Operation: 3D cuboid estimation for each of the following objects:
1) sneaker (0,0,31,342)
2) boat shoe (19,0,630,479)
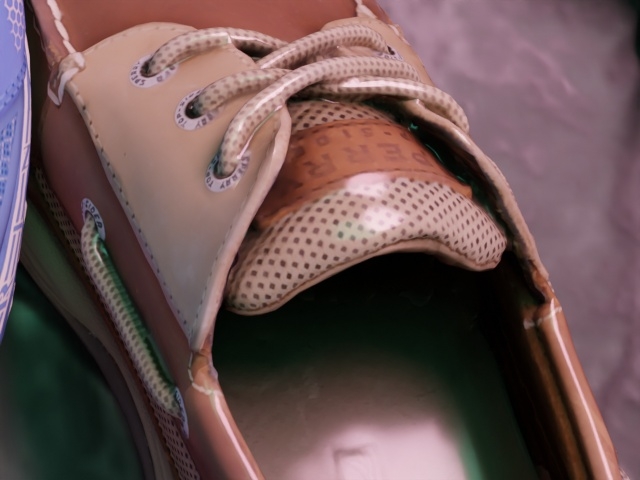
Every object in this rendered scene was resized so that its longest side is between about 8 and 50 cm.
[{"bbox_3d":[-0.132,0.044,0.313,0.130,0.147,0.330,27,62,-11],"label":"sneaker"},{"bbox_3d":[0.000,0.000,0.427,0.123,0.116,0.324,-17,75,-25],"label":"boat shoe"}]
